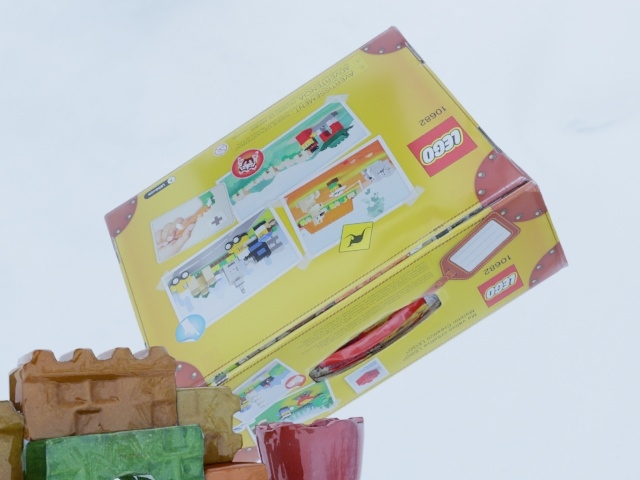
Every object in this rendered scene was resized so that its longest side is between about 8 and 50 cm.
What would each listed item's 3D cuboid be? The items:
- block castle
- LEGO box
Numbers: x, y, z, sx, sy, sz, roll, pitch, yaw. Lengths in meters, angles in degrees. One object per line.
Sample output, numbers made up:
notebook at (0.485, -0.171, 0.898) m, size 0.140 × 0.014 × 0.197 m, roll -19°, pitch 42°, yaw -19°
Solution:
block castle at (-0.208, 0.192, 0.627) m, size 0.453 × 0.303 × 0.213 m, roll 5°, pitch 77°, yaw -42°
LEGO box at (0.000, 0.000, 1.179) m, size 0.500 × 0.372 × 0.193 m, roll -32°, pitch 137°, yaw 4°
